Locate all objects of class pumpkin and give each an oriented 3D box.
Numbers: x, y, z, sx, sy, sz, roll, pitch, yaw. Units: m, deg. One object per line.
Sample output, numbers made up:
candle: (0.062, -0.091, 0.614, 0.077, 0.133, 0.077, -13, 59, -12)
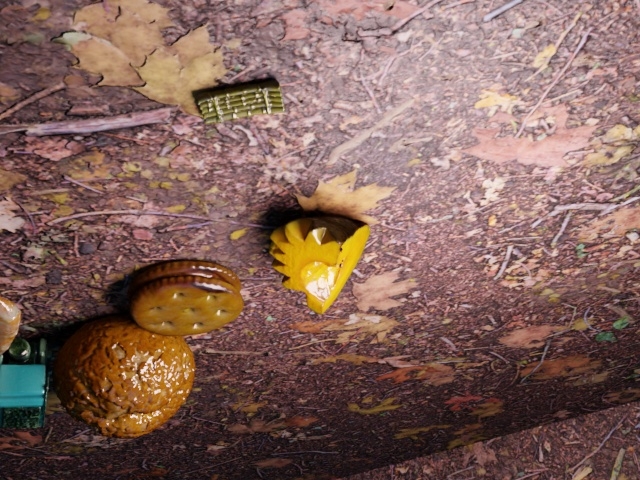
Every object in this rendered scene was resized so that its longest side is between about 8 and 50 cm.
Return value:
pumpkin: (0.000, 0.000, 1.561, 0.130, 0.149, 0.254, 29, 150, 12)

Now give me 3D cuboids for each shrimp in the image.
shrimp: (-0.664, 0.176, 1.680, 0.164, 0.062, 0.317, 26, 136, -15)

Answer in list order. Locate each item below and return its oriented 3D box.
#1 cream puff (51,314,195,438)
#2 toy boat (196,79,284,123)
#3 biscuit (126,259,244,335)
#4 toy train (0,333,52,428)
cream puff: (-0.396, 0.285, 1.815, 0.303, 0.212, 0.303, -5, 147, -3)
toy boat: (-0.108, -0.190, 1.240, 0.115, 0.016, 0.063, -10, 152, 1)
biscuit: (-0.253, 0.111, 1.689, 0.220, 0.066, 0.220, -8, 151, -4)
toy train: (-0.600, 0.288, 1.808, 0.112, 0.163, 0.203, 1, 150, -15)
